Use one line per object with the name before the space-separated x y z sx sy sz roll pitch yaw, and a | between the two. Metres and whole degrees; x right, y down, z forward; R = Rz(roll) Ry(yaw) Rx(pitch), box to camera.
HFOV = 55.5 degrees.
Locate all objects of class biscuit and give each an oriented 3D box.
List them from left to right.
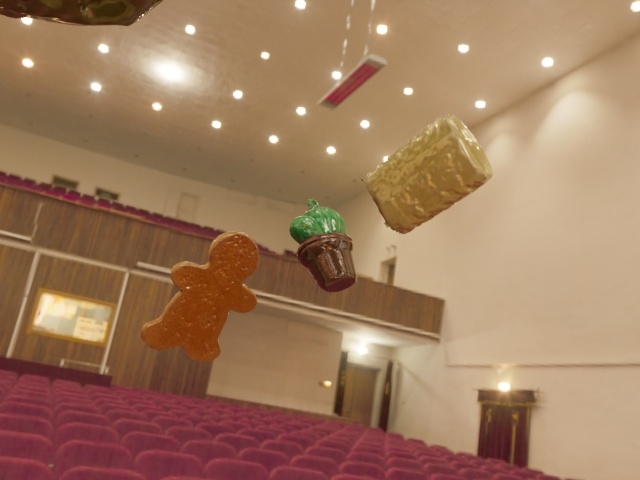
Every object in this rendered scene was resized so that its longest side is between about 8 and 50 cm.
biscuit | -0.192 0.092 1.055 0.166 0.250 0.036 26 9 -30

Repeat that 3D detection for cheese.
cheese | 0.161 -0.097 0.912 0.167 0.123 0.094 -36 -30 25

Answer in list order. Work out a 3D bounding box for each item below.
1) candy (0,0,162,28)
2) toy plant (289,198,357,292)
candy | -0.230 -0.287 0.554 0.260 0.117 0.260 -16 0 0
toy plant | 0.000 0.000 1.161 0.105 0.200 0.143 -40 -29 29
